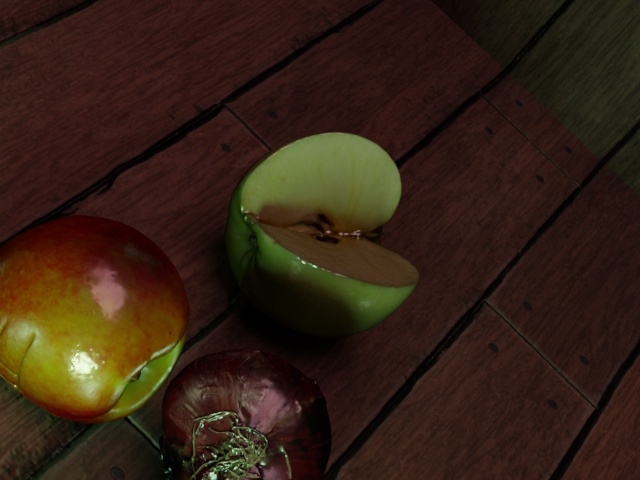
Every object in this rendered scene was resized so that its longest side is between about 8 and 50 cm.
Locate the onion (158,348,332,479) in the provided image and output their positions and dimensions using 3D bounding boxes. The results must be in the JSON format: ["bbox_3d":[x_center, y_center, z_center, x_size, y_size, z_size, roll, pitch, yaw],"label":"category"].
[{"bbox_3d":[-0.090,0.276,2.167,0.221,0.281,0.281,-13,49,2],"label":"onion"}]

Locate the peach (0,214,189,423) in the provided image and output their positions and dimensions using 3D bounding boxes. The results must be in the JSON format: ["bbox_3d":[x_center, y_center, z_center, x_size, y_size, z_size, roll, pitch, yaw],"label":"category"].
[{"bbox_3d":[-0.307,0.084,2.192,0.275,0.245,0.248,37,5,13],"label":"peach"}]

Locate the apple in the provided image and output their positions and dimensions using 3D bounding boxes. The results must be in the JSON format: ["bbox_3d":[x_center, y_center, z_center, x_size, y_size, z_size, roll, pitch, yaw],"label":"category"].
[{"bbox_3d":[-0.009,0.004,2.512,0.258,0.233,0.295,0,62,-27],"label":"apple"}]
